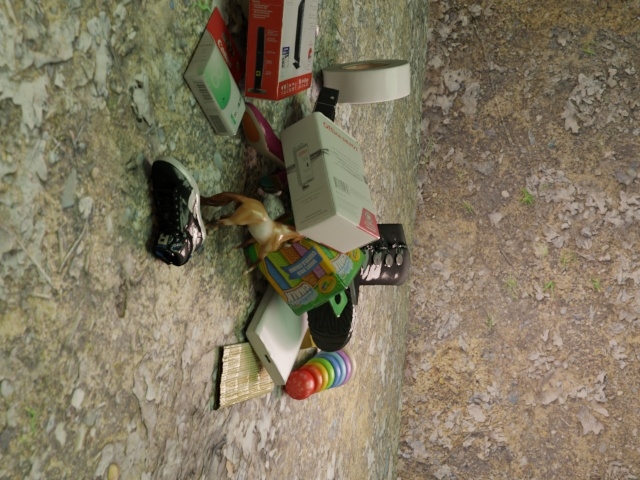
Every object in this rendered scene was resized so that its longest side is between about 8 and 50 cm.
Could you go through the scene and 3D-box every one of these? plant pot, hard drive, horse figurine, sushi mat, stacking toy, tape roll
[{"bbox_3d":[-0.053,0.283,1.831,0.081,0.082,0.083,19,59,-69],"label":"plant pot"},{"bbox_3d":[-0.100,0.212,1.686,0.307,0.040,0.203,-66,141,-48],"label":"hard drive"},{"bbox_3d":[-0.159,-0.028,1.349,0.263,0.175,0.066,49,14,-41],"label":"horse figurine"},{"bbox_3d":[-0.019,-0.242,1.770,0.237,0.064,0.338,100,3,-62],"label":"hard drive"},{"bbox_3d":[-0.182,0.334,1.566,0.316,0.019,0.151,15,78,-70],"label":"sushi mat"},{"bbox_3d":[-0.007,0.425,1.915,0.330,0.141,0.141,-9,101,-65],"label":"stacking toy"},{"bbox_3d":[0.150,-0.517,1.979,0.286,0.286,0.100,-49,137,-60],"label":"tape roll"}]

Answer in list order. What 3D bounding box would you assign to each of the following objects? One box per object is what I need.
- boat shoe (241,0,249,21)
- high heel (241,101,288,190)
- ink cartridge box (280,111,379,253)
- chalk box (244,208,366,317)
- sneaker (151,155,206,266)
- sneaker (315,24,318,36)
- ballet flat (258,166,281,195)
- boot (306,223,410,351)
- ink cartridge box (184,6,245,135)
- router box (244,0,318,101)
[{"bbox_3d":[-0.156,-0.550,1.478,0.133,0.049,0.042,71,24,-50],"label":"boat shoe"},{"bbox_3d":[-0.107,-0.249,1.517,0.117,0.082,0.244,-43,118,-29],"label":"high heel"},{"bbox_3d":[0.023,-0.136,1.480,0.207,0.117,0.282,26,47,-51],"label":"ink cartridge box"},{"bbox_3d":[-0.015,0.060,1.572,0.289,0.179,0.180,51,31,-9],"label":"chalk box"},{"bbox_3d":[-0.280,-0.041,1.153,0.121,0.079,0.216,-68,154,-46],"label":"sneaker"},{"bbox_3d":[-0.066,-0.612,1.723,0.170,0.068,0.071,27,83,-59],"label":"sneaker"},{"bbox_3d":[-0.111,-0.155,1.636,0.188,0.070,0.070,-51,139,-54],"label":"ballet flat"},{"bbox_3d":[0.134,0.127,1.881,0.445,0.146,0.366,-2,96,-62],"label":"boot"},{"bbox_3d":[-0.209,-0.373,1.350,0.181,0.056,0.224,64,36,-53],"label":"ink cartridge box"},{"bbox_3d":[-0.088,-0.512,1.493,0.335,0.082,0.301,-57,155,-66],"label":"router box"}]
